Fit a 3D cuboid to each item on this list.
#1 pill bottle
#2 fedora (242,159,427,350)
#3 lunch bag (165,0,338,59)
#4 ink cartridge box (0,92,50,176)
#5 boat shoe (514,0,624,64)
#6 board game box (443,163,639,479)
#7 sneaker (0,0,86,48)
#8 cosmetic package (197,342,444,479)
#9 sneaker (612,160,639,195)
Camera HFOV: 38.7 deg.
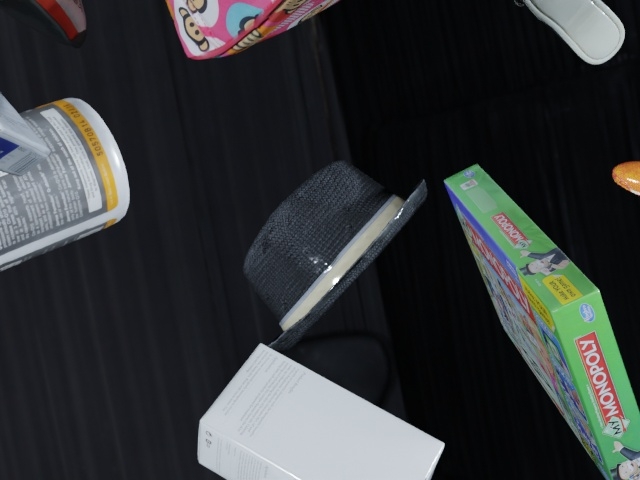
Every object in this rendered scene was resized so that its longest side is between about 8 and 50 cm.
[{"bbox_3d":[-0.370,-0.046,1.021,0.278,0.162,0.162,-26,12,-31],"label":"pill bottle"},{"bbox_3d":[0.000,0.000,1.341,0.334,0.152,0.334,-48,-1,-1],"label":"fedora"},{"bbox_3d":[0.017,-0.265,0.750,0.258,0.120,0.293,-32,7,-34],"label":"lunch bag"},{"bbox_3d":[-0.338,-0.158,0.788,0.045,0.224,0.223,-39,4,-5],"label":"ink cartridge box"},{"bbox_3d":[0.302,-0.324,1.165,0.254,0.095,0.079,30,18,-37],"label":"boat shoe"},{"bbox_3d":[0.219,0.072,0.905,0.046,0.213,0.317,-25,24,2],"label":"board game box"},{"bbox_3d":[-0.215,-0.257,0.663,0.090,0.145,0.270,25,-9,19],"label":"sneaker"},{"bbox_3d":[-0.003,0.357,1.531,0.365,0.155,0.197,29,51,15],"label":"cosmetic package"},{"bbox_3d":[0.445,-0.084,1.104,0.175,0.067,0.064,4,39,17],"label":"sneaker"}]
